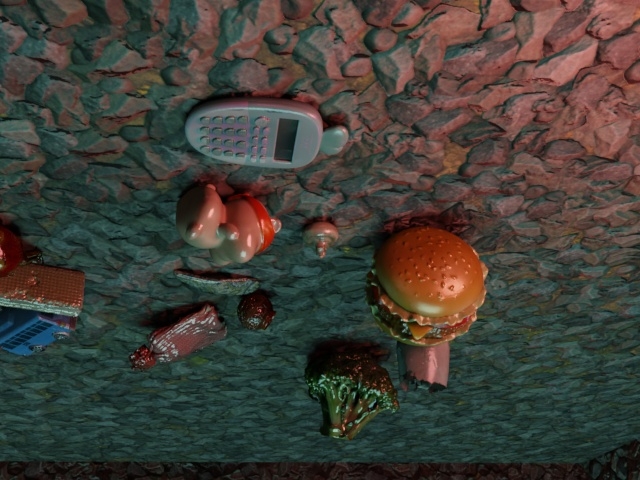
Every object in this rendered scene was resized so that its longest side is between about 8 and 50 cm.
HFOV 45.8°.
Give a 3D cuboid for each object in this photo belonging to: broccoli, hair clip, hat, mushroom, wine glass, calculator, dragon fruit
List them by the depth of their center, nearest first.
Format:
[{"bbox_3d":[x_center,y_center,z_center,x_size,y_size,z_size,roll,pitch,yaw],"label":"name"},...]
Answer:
[{"bbox_3d":[-0.098,-0.197,1.395,0.299,0.041,0.185,2,150,-6],"label":"calculator"},{"bbox_3d":[-0.700,0.026,1.667,0.125,0.125,0.246,-28,161,13],"label":"dragon fruit"},{"bbox_3d":[0.000,0.000,1.713,0.085,0.079,0.085,0,150,0],"label":"mushroom"},{"bbox_3d":[0.259,0.216,1.891,0.144,0.321,0.143,3,153,2],"label":"wine glass"},{"bbox_3d":[-0.262,0.108,1.918,0.229,0.036,0.066,11,141,-24],"label":"hair clip"},{"bbox_3d":[-0.405,0.276,2.122,0.286,0.107,0.236,-26,151,-9],"label":"hat"},{"bbox_3d":[0.090,0.483,2.381,0.321,0.283,0.304,11,163,11],"label":"broccoli"}]

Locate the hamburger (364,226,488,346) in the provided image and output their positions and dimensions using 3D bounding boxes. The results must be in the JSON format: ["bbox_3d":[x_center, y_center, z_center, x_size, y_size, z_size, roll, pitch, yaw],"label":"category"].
[{"bbox_3d":[0.242,0.092,1.724,0.275,0.274,0.212,0,143,-6],"label":"hamburger"}]

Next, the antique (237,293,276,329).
[{"bbox_3d":[-0.174,0.189,2.011,0.104,0.104,0.104,-3,150,-2],"label":"antique"}]

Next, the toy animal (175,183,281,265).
[{"bbox_3d":[-0.195,-0.030,1.570,0.198,0.171,0.171,19,144,-27],"label":"toy animal"}]

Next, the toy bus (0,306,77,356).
[{"bbox_3d":[-0.743,0.209,1.965,0.234,0.116,0.134,-27,143,32],"label":"toy bus"}]

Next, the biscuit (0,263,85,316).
[{"bbox_3d":[-0.685,0.113,1.804,0.239,0.108,0.062,12,145,-25],"label":"biscuit"}]
